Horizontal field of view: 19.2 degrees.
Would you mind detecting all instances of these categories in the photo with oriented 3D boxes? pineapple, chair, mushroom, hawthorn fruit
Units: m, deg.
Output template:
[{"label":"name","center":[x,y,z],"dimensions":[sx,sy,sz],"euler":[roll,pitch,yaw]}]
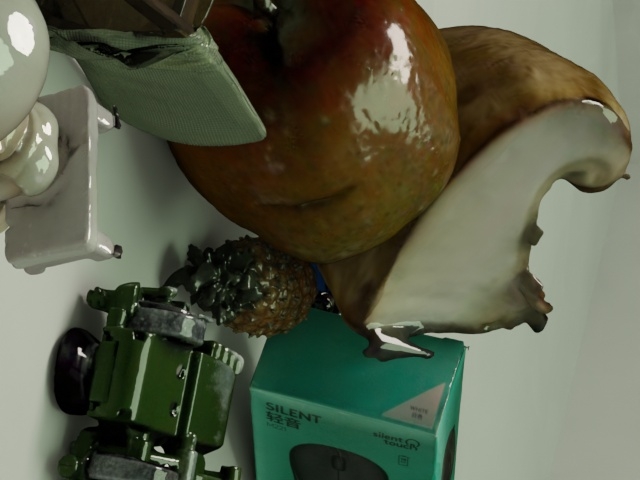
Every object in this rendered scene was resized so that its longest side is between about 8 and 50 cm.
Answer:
[{"label":"pineapple","center":[-0.079,0.039,1.810],"dimensions":[0.197,0.108,0.108],"euler":[14,83,-64]},{"label":"chair","center":[-0.136,-0.207,1.435],"dimensions":[0.319,0.160,0.186],"euler":[39,60,-67]},{"label":"mushroom","center":[0.108,-0.119,1.904],"dimensions":[0.313,0.224,0.397],"euler":[-66,-146,31]},{"label":"hawthorn fruit","center":[-0.024,-0.140,1.667],"dimensions":[0.301,0.268,0.268],"euler":[58,39,-42]}]

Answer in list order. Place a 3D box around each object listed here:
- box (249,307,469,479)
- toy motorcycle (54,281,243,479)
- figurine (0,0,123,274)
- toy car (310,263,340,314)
[{"label":"box","center":[0.038,0.213,1.994],"dimensions":[0.311,0.205,0.118],"euler":[91,14,-53]},{"label":"toy motorcycle","center":[-0.137,0.154,1.633],"dimensions":[0.275,0.127,0.205],"euler":[34,62,-63]},{"label":"figurine","center":[-0.221,-0.092,1.229],"dimensions":[0.257,0.144,0.182],"euler":[63,40,-56]},{"label":"toy car","center":[0.000,0.000,2.103],"dimensions":[0.103,0.063,0.216],"euler":[-58,155,-54]}]
